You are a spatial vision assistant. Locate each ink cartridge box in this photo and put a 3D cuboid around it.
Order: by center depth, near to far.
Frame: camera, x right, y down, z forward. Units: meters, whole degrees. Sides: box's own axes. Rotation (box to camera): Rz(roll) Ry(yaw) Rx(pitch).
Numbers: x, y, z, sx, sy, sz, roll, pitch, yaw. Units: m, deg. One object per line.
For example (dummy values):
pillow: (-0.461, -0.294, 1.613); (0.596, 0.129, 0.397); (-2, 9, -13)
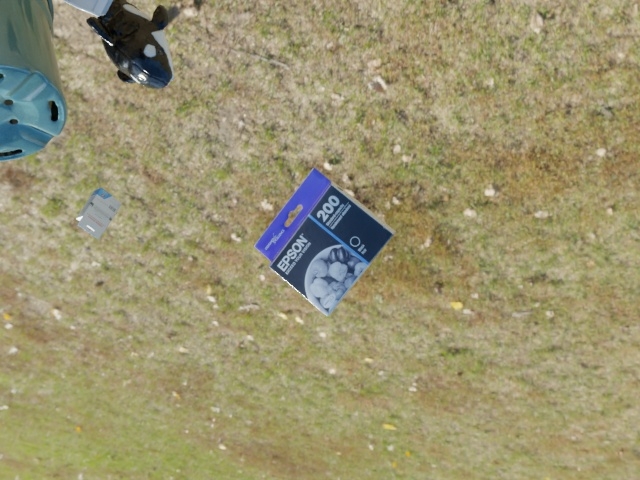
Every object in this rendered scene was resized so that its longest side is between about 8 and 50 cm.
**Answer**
ink cartridge box: (-0.401, -0.046, 0.978); (0.028, 0.083, 0.048); (-9, 138, 41)
ink cartridge box: (0.000, 0.000, 1.047); (0.208, 0.045, 0.206); (39, 101, 9)

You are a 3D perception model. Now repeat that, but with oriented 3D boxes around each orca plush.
orca plush: (-0.352, -0.384, 0.952); (0.151, 0.287, 0.102); (-28, 160, 29)

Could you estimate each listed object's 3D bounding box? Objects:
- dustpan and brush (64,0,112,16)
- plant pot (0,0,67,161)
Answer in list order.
dustpan and brush: (-0.371, -0.413, 0.771); (0.211, 0.147, 0.060); (22, 175, 21)
plant pot: (-0.682, -0.362, 1.099); (0.341, 0.334, 0.341); (-24, 156, -11)
